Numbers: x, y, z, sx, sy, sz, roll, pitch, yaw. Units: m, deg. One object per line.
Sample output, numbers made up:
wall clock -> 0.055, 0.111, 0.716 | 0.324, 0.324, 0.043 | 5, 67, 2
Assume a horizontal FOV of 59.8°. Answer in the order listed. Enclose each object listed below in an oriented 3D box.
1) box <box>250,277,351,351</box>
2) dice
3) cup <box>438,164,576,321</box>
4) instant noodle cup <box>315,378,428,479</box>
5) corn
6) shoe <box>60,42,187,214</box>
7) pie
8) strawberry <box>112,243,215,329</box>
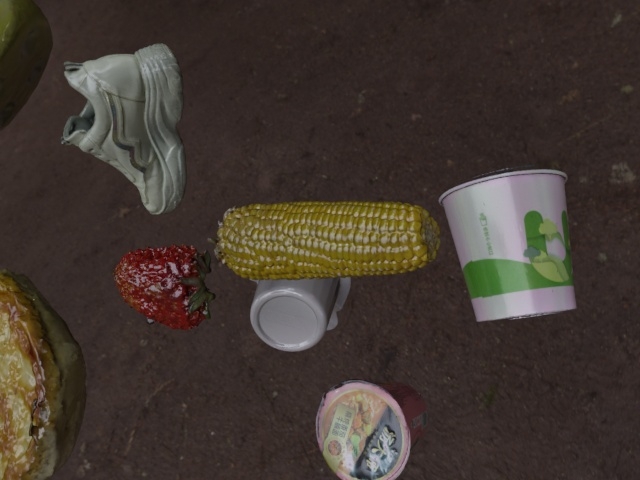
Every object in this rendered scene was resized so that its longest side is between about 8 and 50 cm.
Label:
box -> -0.057, 0.161, 1.356 | 0.262, 0.291, 0.206 | -17, 22, 18
dice -> -0.598, -0.317, 0.898 | 0.238, 0.227, 0.233 | -64, 14, -10
cup -> 0.379, 0.019, 1.107 | 0.253, 0.253, 0.274 | -10, 78, 22
instant noodle cup -> 0.145, 0.442, 1.344 | 0.244, 0.255, 0.244 | -4, 82, 27
corn -> 0.000, 0.000, 0.711 | 0.305, 0.106, 0.106 | -1, 55, 29
shoe -> -0.365, -0.189, 1.030 | 0.211, 0.342, 0.132 | -11, 43, -23
pie -> -0.407, 0.190, 0.686 | 0.315, 0.092, 0.315 | -7, 75, 26
strawberry -> -0.445, 0.132, 1.494 | 0.306, 0.138, 0.233 | -4, 95, 12
